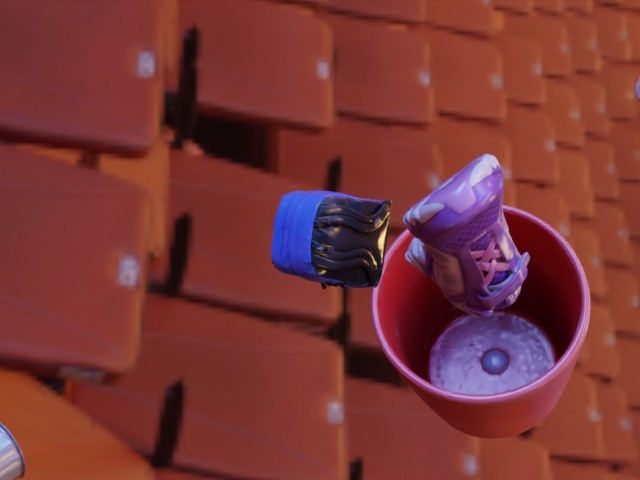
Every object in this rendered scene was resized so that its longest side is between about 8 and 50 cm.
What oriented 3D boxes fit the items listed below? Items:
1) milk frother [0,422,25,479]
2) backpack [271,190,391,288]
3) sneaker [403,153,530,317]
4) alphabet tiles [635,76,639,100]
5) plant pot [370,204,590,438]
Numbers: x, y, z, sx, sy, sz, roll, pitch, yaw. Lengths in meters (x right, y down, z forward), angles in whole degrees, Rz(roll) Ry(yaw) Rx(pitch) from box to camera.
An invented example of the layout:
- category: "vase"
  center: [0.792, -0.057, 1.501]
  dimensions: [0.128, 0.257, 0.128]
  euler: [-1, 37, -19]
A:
- category: "milk frother"
  center: [-0.420, 0.258, 1.832]
  dimensions: [0.143, 0.135, 0.129]
  euler: [-7, -69, 52]
- category: "backpack"
  center: [0.000, 0.000, 1.574]
  dimensions: [0.120, 0.101, 0.098]
  euler: [6, 86, -54]
- category: "sneaker"
  center: [0.134, 0.006, 1.328]
  dimensions: [0.104, 0.095, 0.236]
  euler: [55, -5, 15]
- category: "alphabet tiles"
  center: [0.438, -0.113, 1.512]
  dimensions: [0.284, 0.021, 0.278]
  euler: [42, -46, 22]
- category: "plant pot"
  center: [0.214, 0.123, 2.005]
  dimensions: [0.243, 0.275, 0.275]
  euler: [68, 18, -61]
